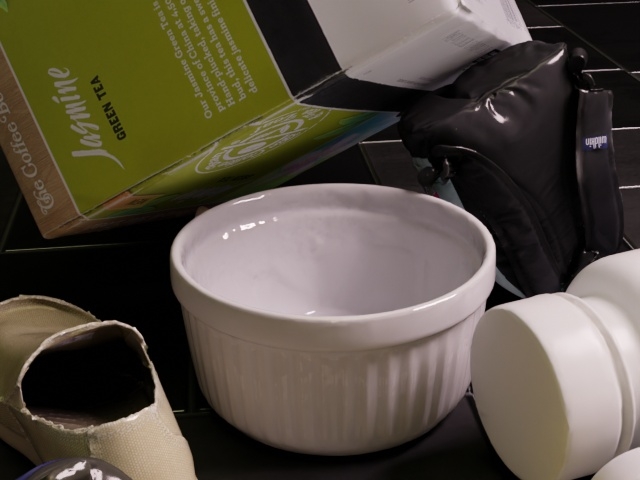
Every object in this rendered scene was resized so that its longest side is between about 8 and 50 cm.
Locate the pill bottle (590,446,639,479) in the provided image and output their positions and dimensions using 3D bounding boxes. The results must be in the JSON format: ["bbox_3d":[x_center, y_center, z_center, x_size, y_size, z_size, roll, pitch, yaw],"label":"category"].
[{"bbox_3d":[0.175,0.164,0.457,0.094,0.094,0.169,-5,25,-9],"label":"pill bottle"}]

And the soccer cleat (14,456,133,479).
[{"bbox_3d":[-0.168,0.204,0.415,0.093,0.121,0.289,43,48,-2],"label":"soccer cleat"}]

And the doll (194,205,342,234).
[{"bbox_3d":[0.000,0.000,0.848,0.189,0.046,0.129,3,-11,20],"label":"doll"}]

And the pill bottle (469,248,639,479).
[{"bbox_3d":[0.212,0.066,0.626,0.229,0.131,0.131,-11,26,-20],"label":"pill bottle"}]

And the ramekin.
[{"bbox_3d":[0.009,0.049,0.699,0.207,0.109,0.207,-1,24,1],"label":"ramekin"}]

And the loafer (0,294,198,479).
[{"bbox_3d":[-0.143,0.086,0.642,0.102,0.092,0.268,-16,28,-29],"label":"loafer"}]

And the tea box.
[{"bbox_3d":[-0.046,-0.175,0.815,0.324,0.219,0.329,-26,-3,20],"label":"tea box"}]

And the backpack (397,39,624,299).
[{"bbox_3d":[0.152,-0.046,0.813,0.152,0.182,0.115,-29,26,0],"label":"backpack"}]
